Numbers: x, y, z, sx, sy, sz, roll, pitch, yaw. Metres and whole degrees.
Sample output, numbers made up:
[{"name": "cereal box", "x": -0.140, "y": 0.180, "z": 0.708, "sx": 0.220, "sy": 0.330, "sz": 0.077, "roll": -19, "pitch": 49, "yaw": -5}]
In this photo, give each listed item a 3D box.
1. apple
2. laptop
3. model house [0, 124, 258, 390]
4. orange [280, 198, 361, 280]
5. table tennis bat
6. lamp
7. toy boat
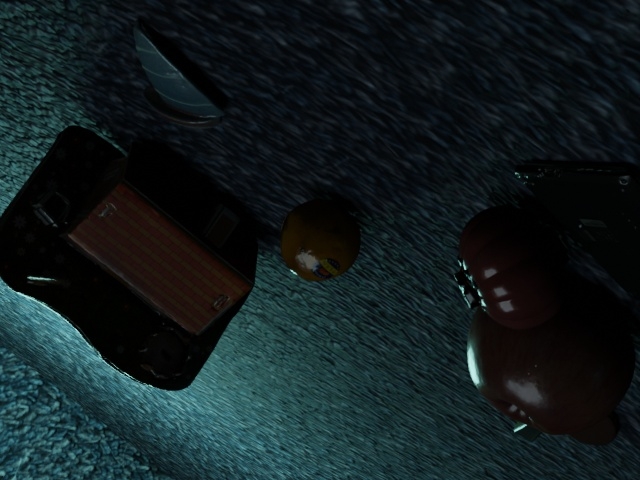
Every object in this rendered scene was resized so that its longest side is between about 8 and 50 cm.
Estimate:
[{"name": "apple", "x": 0.202, "y": 0.106, "z": 1.434, "sx": 0.153, "sy": 0.120, "sz": 0.153, "roll": 30, "pitch": 163, "yaw": 10}, {"name": "laptop", "x": 0.244, "y": -0.001, "z": 1.254, "sx": 0.180, "sy": 0.016, "sz": 0.129, "roll": 42, "pitch": 161, "yaw": -29}, {"name": "model house", "x": -0.193, "y": 0.021, "z": 1.773, "sx": 0.294, "sy": 0.207, "sz": 0.154, "roll": 40, "pitch": 158, "yaw": -19}, {"name": "orange", "x": 0.000, "y": -0.001, "z": 1.579, "sx": 0.083, "sy": 0.083, "sz": 0.083, "roll": 30, "pitch": 162, "yaw": 11}, {"name": "table tennis bat", "x": 0.249, "y": 0.185, "z": 1.728, "sx": 0.130, "sy": 0.019, "sz": 0.220, "roll": 32, "pitch": 161, "yaw": 3}, {"name": "lamp", "x": 0.159, "y": 0.023, "z": 1.333, "sx": 0.107, "sy": 0.092, "sz": 0.107, "roll": 62, "pitch": -176, "yaw": -8}, {"name": "toy boat", "x": -0.141, "y": -0.152, "z": 1.501, "sx": 0.096, "sy": 0.034, "sz": 0.122, "roll": 19, "pitch": 156, "yaw": 24}]
